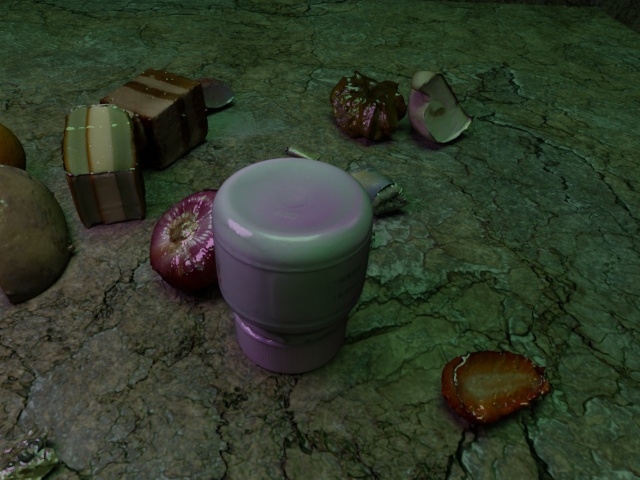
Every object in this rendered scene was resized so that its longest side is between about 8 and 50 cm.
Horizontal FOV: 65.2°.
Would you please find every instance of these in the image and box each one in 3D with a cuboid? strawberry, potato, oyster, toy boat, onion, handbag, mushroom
[{"bbox_3d":[0.290,0.251,0.848,0.188,0.082,0.121,1,59,-17],"label":"strawberry"},{"bbox_3d":[-0.621,-0.042,1.035,0.211,0.189,0.264,-29,50,-33],"label":"potato"},{"bbox_3d":[-0.469,0.336,0.696,0.106,0.061,0.200,25,45,22],"label":"oyster"},{"bbox_3d":[-0.437,-0.513,1.712,0.282,0.096,0.206,18,34,36],"label":"toy boat"},{"bbox_3d":[-0.237,0.005,1.047,0.230,0.163,0.230,-16,59,29],"label":"onion"},{"bbox_3d":[0.135,-0.128,1.268,0.117,0.095,0.173,-26,45,-25],"label":"handbag"},{"bbox_3d":[0.322,-0.396,1.556,0.173,0.236,0.162,19,74,52],"label":"mushroom"}]

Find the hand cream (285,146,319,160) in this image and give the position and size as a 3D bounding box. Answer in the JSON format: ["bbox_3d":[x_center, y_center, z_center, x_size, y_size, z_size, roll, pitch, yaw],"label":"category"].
[{"bbox_3d":[-0.054,-0.250,1.457,0.102,0.022,0.035,20,42,11],"label":"hand cream"}]

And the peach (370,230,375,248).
[{"bbox_3d":[-0.001,-0.002,1.109,0.279,0.068,0.189,-16,59,-17],"label":"peach"}]

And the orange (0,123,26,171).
[{"bbox_3d":[-0.815,-0.178,1.168,0.236,0.236,0.236,2,40,-2],"label":"orange"}]

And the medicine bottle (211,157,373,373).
[{"bbox_3d":[-0.049,0.049,0.864,0.256,0.325,0.256,2,41,-2],"label":"medicine bottle"}]

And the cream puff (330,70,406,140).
[{"bbox_3d":[0.141,-0.422,1.580,0.269,0.155,0.241,31,52,20],"label":"cream puff"}]

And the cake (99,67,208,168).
[{"bbox_3d":[-0.466,-0.318,1.382,0.196,0.199,0.293,22,47,13],"label":"cake"}]

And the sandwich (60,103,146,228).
[{"bbox_3d":[-0.507,-0.170,1.188,0.155,0.198,0.227,-8,55,-16],"label":"sandwich"}]
